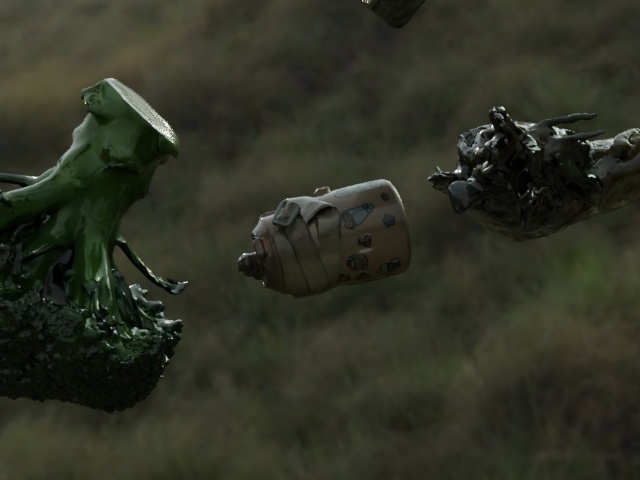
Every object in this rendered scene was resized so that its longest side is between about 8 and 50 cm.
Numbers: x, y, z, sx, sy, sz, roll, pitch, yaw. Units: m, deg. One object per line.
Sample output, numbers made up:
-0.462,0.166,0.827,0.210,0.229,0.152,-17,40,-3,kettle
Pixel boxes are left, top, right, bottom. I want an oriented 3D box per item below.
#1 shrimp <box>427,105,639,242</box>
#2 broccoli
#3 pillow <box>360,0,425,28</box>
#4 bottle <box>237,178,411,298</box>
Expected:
0.215,-0.066,1.279,0.272,0.085,0.445,-23,-9,23,shrimp
-0.227,0.015,1.567,0.297,0.297,0.297,-50,13,9,broccoli
0.072,-0.292,1.576,0.092,0.162,0.335,-5,-8,-8,pillow
0.000,0.001,1.609,0.152,0.099,0.099,-11,15,-13,bottle
